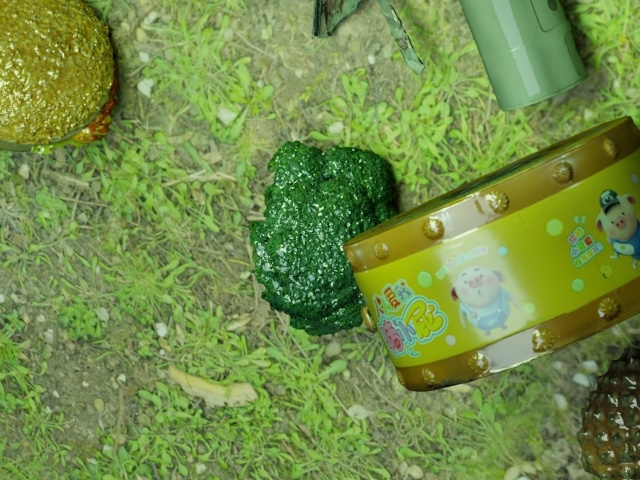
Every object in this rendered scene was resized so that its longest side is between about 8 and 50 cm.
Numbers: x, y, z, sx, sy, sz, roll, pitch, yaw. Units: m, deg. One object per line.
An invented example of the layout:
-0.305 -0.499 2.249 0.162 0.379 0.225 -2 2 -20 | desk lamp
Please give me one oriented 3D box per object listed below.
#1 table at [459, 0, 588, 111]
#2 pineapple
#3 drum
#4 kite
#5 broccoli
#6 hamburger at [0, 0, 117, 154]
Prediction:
0.256 -0.294 1.783 0.126 0.126 0.220 -16 103 34 | table
0.471 0.173 1.871 0.175 0.175 0.361 20 112 20 | pineapple
0.250 0.018 1.743 0.431 0.431 0.214 -22 92 35 | drum
0.069 -0.365 1.877 0.335 0.011 0.314 -34 76 54 | kite
0.000 0.000 2.030 0.245 0.265 0.295 38 127 53 | broccoli
-0.454 -0.274 2.106 0.179 0.294 0.276 -26 56 59 | hamburger
